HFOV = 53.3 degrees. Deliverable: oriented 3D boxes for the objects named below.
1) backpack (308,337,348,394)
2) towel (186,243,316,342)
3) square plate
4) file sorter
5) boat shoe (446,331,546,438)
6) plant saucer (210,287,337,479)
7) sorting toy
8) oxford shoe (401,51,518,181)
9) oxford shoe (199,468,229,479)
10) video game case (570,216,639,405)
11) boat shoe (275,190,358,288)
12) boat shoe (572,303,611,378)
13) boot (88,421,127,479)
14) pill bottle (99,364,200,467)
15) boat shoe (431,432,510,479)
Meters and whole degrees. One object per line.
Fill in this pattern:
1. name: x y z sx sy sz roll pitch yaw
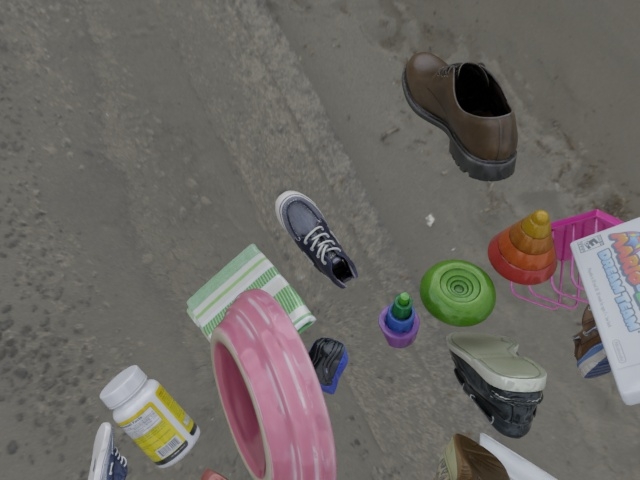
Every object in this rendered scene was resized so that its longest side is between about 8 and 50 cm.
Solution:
1. backpack: 0.011 0.300 1.537 0.098 0.101 0.120 15 63 18
2. towel: -0.180 0.173 1.563 0.248 0.038 0.325 -42 45 -5
3. square plate: 0.545 0.704 1.627 0.049 0.347 0.343 -29 123 -27
4. file sorter: 0.665 0.067 1.657 0.202 0.291 0.182 19 70 -23
5. boat shoe: 0.286 0.231 1.060 0.127 0.340 0.112 0 94 -4
6. plant saucer: -0.086 0.240 0.956 0.084 0.332 0.331 -15 81 -22
7. sorting toy: 0.251 0.045 1.031 0.366 0.126 0.127 -26 58 -20
8. oxford shoe: 0.160 -0.170 0.722 0.083 0.096 0.227 -15 43 -13
9. oxford shoe: -0.173 0.640 1.375 0.348 0.123 0.130 52 57 -24
10. video game case: 0.268 0.031 0.458 0.143 0.157 0.019 -24 125 24
11. boat shoe: 0.000 0.000 1.904 0.127 0.158 0.340 -42 126 -6
12. boat shoe: 0.343 0.100 0.751 0.066 0.183 0.066 -9 58 -17
13. boot: -0.540 0.560 1.649 0.086 0.069 0.189 10 99 -33
14. pill bottle: -0.369 0.378 1.378 0.119 0.119 0.208 -38 104 -8
15. boat shoe: 0.160 0.309 0.689 0.105 0.285 0.089 34 101 9
